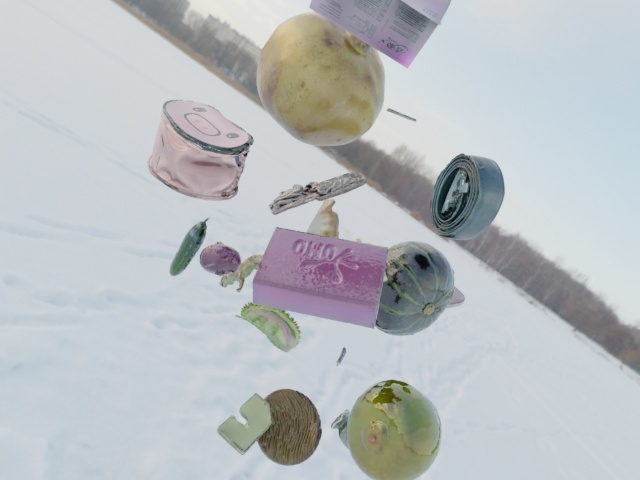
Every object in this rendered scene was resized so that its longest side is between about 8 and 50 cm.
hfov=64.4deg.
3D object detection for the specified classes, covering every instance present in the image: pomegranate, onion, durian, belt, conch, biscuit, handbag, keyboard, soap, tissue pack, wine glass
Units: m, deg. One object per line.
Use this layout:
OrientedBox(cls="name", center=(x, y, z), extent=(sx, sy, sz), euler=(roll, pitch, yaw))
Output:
OrientedBox(cls="pomegranate", center=(0.014, -0.485, 1.529), extent=(0.416, 0.417, 0.417), euler=(35, 8, -6))
OrientedBox(cls="onion", center=(-0.277, 0.048, 1.410), extent=(0.115, 0.115, 0.105), euler=(28, 42, -41))
OrientedBox(cls="durian", center=(-0.223, 0.396, 2.416), extent=(0.352, 0.169, 0.158), euler=(43, -17, -21))
OrientedBox(cls="belt", center=(0.408, -0.112, 1.436), extent=(0.116, 0.268, 0.207), euler=(5, 43, -20))
OrientedBox(cls="conch", center=(-0.012, 0.001, 1.566), extent=(0.127, 0.256, 0.158), euler=(1, -1, -4))
OrientedBox(cls="biscuit", center=(-0.137, 0.794, 2.178), extent=(0.317, 0.040, 0.318), euler=(15, 55, -22))
OrientedBox(cls="handbag", center=(-0.235, -0.178, 1.000), extent=(0.205, 0.117, 0.179), euler=(38, 32, 21))
OrientedBox(cls="keyboard", center=(0.364, -0.562, 2.274), extent=(0.165, 0.017, 0.055), euler=(6, 18, -44))
OrientedBox(cls="soap", center=(0.002, 0.070, 1.056), extent=(0.259, 0.081, 0.181), euler=(12, 42, 7))
OrientedBox(cls="biscuit", center=(-0.289, 0.731, 2.041), extent=(0.147, 0.046, 0.250), euler=(35, 35, 15))
OrientedBox(cls="tissue pack", center=(0.115, -0.476, 1.013), extent=(0.246, 0.093, 0.148), euler=(29, -23, -7))
OrientedBox(cls="wine glass", center=(0.137, 0.739, 1.906), extent=(0.204, 0.111, 0.111), euler=(44, 11, 25))

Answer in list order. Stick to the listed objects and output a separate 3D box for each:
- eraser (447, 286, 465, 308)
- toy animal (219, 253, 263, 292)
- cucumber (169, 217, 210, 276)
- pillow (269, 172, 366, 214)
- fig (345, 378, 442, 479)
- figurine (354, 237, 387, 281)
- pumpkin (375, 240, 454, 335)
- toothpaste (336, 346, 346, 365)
OrientedBox(cls="eraser", center=(0.436, 0.210, 1.974), extent=(0.243, 0.059, 0.204), euler=(16, 46, 13))
OrientedBox(cls="toy animal", center=(-0.261, 0.104, 1.792), extent=(0.057, 0.241, 0.099), euler=(46, 12, -39))
OrientedBox(cls="cucumber", center=(-0.381, 0.024, 1.462), extent=(0.056, 0.250, 0.056), euler=(27, 30, -17))
OrientedBox(cls="pillow", center=(-0.013, -0.127, 1.288), extent=(0.135, 0.248, 0.049), euler=(-126, -161, -75))
OrientedBox(cls="fig", center=(0.160, 0.399, 1.089), extent=(0.207, 0.207, 0.230), euler=(37, 20, 11))
OrientedBox(cls="figurine", center=(0.140, 0.064, 1.420), extent=(0.083, 0.083, 0.187), euler=(43, -8, 41))
OrientedBox(cls="pumpkin", center=(0.283, 0.156, 1.649), extent=(0.323, 0.323, 0.241), euler=(26, 21, -49))
OrientedBox(cls="toothpaste", center=(0.081, 0.457, 1.990), extent=(0.019, 0.083, 0.027), euler=(-8, -55, 39))
